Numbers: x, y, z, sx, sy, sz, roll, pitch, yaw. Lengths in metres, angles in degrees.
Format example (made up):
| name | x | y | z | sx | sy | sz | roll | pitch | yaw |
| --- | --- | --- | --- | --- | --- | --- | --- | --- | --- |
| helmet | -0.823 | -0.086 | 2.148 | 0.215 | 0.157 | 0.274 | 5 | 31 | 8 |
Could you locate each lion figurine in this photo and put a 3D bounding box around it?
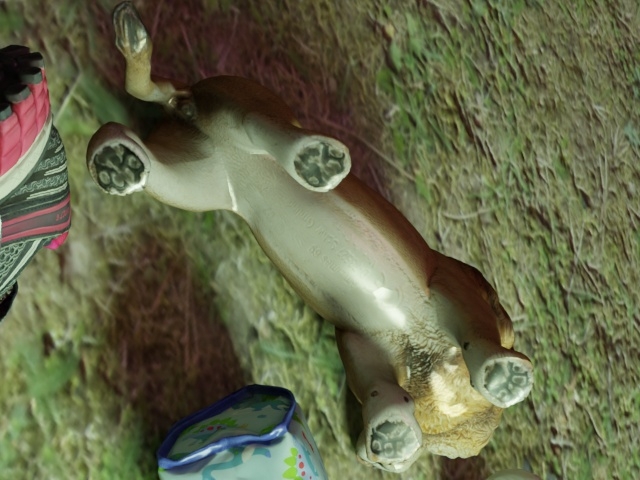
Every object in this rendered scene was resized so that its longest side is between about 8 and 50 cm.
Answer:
| name | x | y | z | sx | sy | sz | roll | pitch | yaw |
| --- | --- | --- | --- | --- | --- | --- | --- | --- | --- |
| lion figurine | 0.000 | 0.000 | 0.889 | 0.392 | 0.142 | 0.240 | 55 | 5 | -18 |

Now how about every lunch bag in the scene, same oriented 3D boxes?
| name | x | y | z | sx | sy | sz | roll | pitch | yaw |
| --- | --- | --- | --- | --- | --- | --- | --- | --- | --- |
| lunch bag | -0.034 | 0.157 | 0.846 | 0.151 | 0.096 | 0.128 | -51 | 126 | -81 |

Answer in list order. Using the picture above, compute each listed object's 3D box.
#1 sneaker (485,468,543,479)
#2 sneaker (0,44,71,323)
| name | x | y | z | sx | sy | sz | roll | pitch | yaw |
| --- | --- | --- | --- | --- | --- | --- | --- | --- | --- |
| sneaker | 0.167 | 0.291 | 1.071 | 0.151 | 0.094 | 0.255 | 3 | 87 | -47 |
| sneaker | -0.201 | 0.031 | 0.641 | 0.299 | 0.121 | 0.112 | -52 | 142 | -41 |
